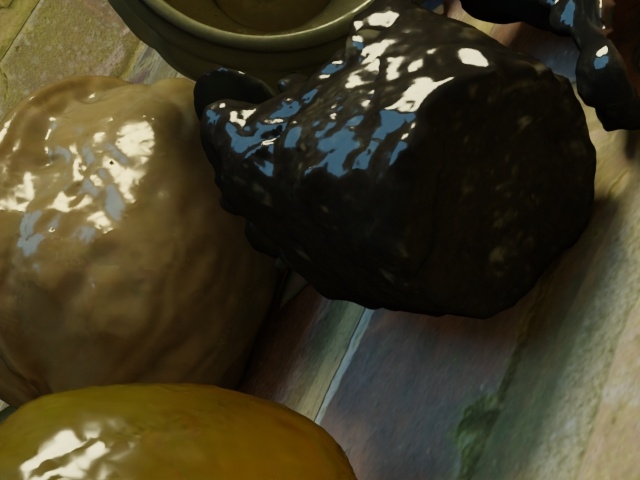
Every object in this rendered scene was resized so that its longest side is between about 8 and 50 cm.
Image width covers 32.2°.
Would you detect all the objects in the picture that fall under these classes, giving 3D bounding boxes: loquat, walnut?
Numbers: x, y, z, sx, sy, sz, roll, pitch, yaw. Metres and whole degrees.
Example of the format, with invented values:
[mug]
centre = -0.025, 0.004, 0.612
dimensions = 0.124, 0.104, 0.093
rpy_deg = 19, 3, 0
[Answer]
[loquat]
centre = -0.100, 0.204, 0.656
dimensions = 0.276, 0.284, 0.276
rpy_deg = -54, 20, 30
[walnut]
centre = -0.203, 0.012, 1.105
dimensions = 0.381, 0.381, 0.381
rpy_deg = -48, 22, 27

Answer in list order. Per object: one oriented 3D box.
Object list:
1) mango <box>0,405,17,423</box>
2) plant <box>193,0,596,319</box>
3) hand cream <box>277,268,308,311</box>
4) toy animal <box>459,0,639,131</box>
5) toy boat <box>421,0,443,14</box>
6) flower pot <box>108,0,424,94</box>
[mango]
centre = -0.345, 0.334, 1.131
dimensions = 0.199, 0.221, 0.384
rpy_deg = -8, 57, 49
[plant]
centre = 0.042, -0.059, 0.778
dimensions = 0.276, 0.199, 0.188
rpy_deg = 17, 64, 52
[hand cream]
centre = 0.000, 0.000, 1.069
dimensions = 0.174, 0.047, 0.076
rpy_deg = -49, 21, 50
[toy animal]
centre = 0.193, -0.207, 0.818
dimensions = 0.168, 0.106, 0.343
rpy_deg = -52, 24, 15
[toy boat]
centre = 0.045, -0.270, 1.268
dimensions = 0.129, 0.088, 0.295
rpy_deg = -17, 18, -5
[flower pot]
centre = -0.048, -0.255, 0.990
dimensions = 0.307, 0.307, 0.244
rpy_deg = -63, -6, -12
